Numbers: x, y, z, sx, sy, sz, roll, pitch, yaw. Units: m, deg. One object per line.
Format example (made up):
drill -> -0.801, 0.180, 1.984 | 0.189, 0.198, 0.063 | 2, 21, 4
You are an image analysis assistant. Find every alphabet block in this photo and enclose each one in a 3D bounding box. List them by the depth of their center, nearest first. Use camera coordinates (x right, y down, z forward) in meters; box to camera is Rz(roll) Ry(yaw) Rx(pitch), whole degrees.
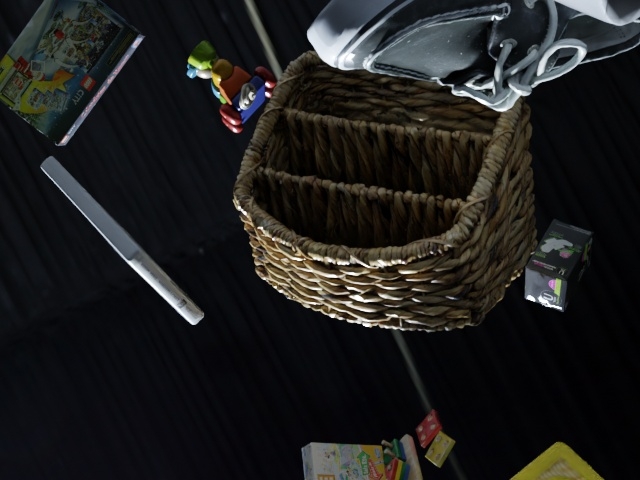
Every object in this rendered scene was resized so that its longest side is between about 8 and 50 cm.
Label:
alphabet block -> 0.376, 0.488, 1.679 | 0.192, 0.193, 0.197 | -26, 148, -40

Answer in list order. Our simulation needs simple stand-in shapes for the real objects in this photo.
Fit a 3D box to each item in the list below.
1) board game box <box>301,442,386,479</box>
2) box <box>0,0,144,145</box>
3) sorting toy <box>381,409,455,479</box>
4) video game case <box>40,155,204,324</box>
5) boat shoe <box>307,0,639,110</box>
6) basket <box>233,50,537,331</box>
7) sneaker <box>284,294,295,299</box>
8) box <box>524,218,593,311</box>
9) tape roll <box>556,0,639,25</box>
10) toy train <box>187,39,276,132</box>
board game box -> 0.035, 0.326, 1.244 | 0.103, 0.154, 0.026 | 8, 151, -29
box -> -0.426, -0.297, 1.701 | 0.233, 0.159, 0.044 | -52, -178, 7
sorting toy -> 0.102, 0.377, 1.610 | 0.274, 0.046, 0.132 | -51, -160, 19
video game case -> -0.226, 0.002, 1.173 | 0.022, 0.190, 0.173 | -44, 148, -7
boat shoe -> 0.129, -0.148, 0.724 | 0.306, 0.105, 0.113 | -18, 165, -43
basket -> 0.054, -0.057, 1.078 | 0.299, 0.223, 0.213 | 14, -141, 33
sneaker -> 0.001, 0.001, 1.840 | 0.146, 0.102, 0.293 | -67, -178, -48
box -> 0.280, 0.030, 1.204 | 0.083, 0.052, 0.062 | -52, 150, -31
tape roll -> 0.176, -0.230, 0.547 | 0.219, 0.072, 0.219 | -44, 153, -30
toy train -> -0.156, -0.272, 1.674 | 0.105, 0.143, 0.248 | -48, 180, -4
